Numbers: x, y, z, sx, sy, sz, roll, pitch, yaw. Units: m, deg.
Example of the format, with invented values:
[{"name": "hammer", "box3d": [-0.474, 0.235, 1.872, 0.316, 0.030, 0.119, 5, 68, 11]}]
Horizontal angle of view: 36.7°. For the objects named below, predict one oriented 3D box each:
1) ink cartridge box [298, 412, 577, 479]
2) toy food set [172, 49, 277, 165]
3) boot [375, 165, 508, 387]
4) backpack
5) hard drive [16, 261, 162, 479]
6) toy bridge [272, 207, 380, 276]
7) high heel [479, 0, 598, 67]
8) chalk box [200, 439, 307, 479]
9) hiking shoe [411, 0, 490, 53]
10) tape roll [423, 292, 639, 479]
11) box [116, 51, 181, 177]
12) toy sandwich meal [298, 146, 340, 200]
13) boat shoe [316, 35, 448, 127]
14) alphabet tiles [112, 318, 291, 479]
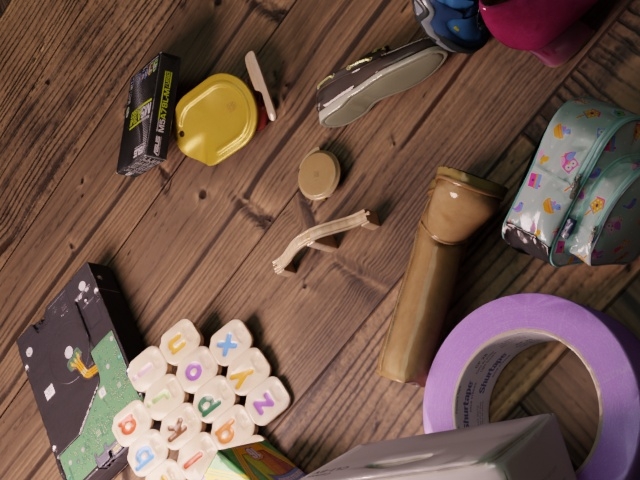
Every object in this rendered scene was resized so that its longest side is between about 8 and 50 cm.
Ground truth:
[{"name": "ink cartridge box", "box3d": [0.165, 0.404, 1.040, 0.279, 0.160, 0.385, -18, 90, 35]}, {"name": "toy food set", "box3d": [-0.144, -0.210, 1.594, 0.217, 0.071, 0.128, -28, 87, 33]}, {"name": "boot", "box3d": [0.147, 0.053, 1.212, 0.089, 0.236, 0.270, 17, 87, 3]}, {"name": "backpack", "box3d": [0.313, -0.064, 1.104, 0.144, 0.165, 0.189, 25, 107, 41]}, {"name": "hard drive", "box3d": [-0.400, 0.238, 1.680, 0.237, 0.064, 0.339, -46, 54, 21]}, {"name": "toy bridge", "box3d": [0.000, 0.000, 1.418, 0.188, 0.063, 0.026, -30, 61, 30]}, {"name": "high heel", "box3d": [0.348, -0.385, 1.159, 0.127, 0.181, 0.377, 43, 106, 37]}, {"name": "chalk box", "box3d": [-0.062, 0.391, 1.312, 0.213, 0.132, 0.132, 34, 100, 25]}, {"name": "hiking shoe", "box3d": [0.184, -0.345, 1.219, 0.132, 0.304, 0.113, 24, 66, 34]}, {"name": "tape roll", "box3d": [0.260, 0.204, 1.142, 0.274, 0.090, 0.275, -10, 73, 36]}, {"name": "box", "box3d": [-0.301, -0.215, 1.683, 0.190, 0.045, 0.184, -10, 68, 63]}, {"name": "toy sandwich meal", "box3d": [0.000, -0.099, 1.468, 0.085, 0.029, 0.086, -7, 77, 33]}, {"name": "boat shoe", "box3d": [0.081, -0.243, 1.403, 0.227, 0.081, 0.069, -26, 67, 34]}, {"name": "alphabet tiles", "box3d": [-0.186, 0.266, 1.488, 0.278, 0.021, 0.284, -40, 64, 8]}]
